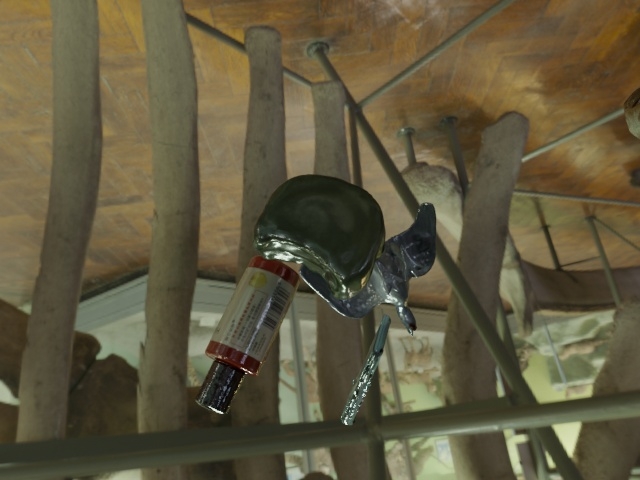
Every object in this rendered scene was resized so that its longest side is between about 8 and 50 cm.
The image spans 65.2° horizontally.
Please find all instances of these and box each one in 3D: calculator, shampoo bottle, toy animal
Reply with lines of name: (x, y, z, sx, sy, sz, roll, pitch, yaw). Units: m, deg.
calculator: (0.051, 0.155, 0.574, 0.018, 0.057, 0.172, 17, 135, 5)
shampoo bottle: (-0.135, 0.169, 0.898, 0.105, 0.278, 0.104, 21, 158, 9)
toy animal: (0.097, 0.051, 0.818, 0.239, 0.255, 0.176, -27, 177, -10)

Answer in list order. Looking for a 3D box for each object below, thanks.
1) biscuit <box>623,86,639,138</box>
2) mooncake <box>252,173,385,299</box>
biscuit: (0.596, -0.252, 0.689, 0.332, 0.103, 0.332, -32, 174, -4)
mooncake: (0.000, 0.000, 0.671, 0.169, 0.175, 0.104, -23, 152, -16)
